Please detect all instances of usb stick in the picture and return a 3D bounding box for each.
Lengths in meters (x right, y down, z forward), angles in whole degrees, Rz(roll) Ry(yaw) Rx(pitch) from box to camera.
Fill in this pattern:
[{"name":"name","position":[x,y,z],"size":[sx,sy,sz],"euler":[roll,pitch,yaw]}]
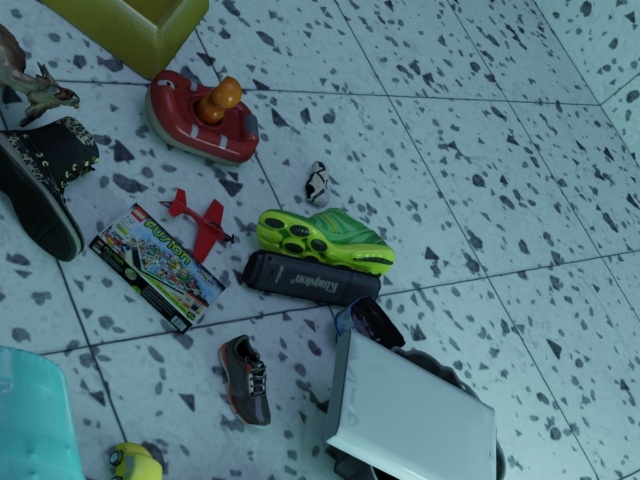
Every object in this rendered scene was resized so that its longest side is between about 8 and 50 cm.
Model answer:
[{"name":"usb stick","position":[-0.010,0.073,1.732],"size":[0.278,0.077,0.045],"euler":[14,20,-34]}]

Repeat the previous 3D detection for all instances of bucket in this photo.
[{"name":"bucket","position":[-0.403,0.250,1.082],"size":[0.281,0.281,0.183],"euler":[13,50,-35]}]

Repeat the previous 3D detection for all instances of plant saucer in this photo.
[{"name":"plant saucer","position":[-0.382,-0.510,1.875],"size":[0.333,0.081,0.332],"euler":[37,40,-14]}]

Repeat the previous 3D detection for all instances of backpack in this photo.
[{"name":"backpack","position":[0.077,0.166,1.722],"size":[0.105,0.084,0.114],"euler":[-26,82,-53]}]

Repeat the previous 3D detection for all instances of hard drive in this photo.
[{"name":"hard drive","position":[0.151,0.291,1.529],"size":[0.308,0.040,0.203],"euler":[31,42,-20]}]

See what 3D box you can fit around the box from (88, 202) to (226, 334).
[{"name":"box","position":[-0.261,0.044,1.557],"size":[0.207,0.036,0.114],"euler":[44,39,-5]}]

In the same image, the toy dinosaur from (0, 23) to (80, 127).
[{"name":"toy dinosaur","position":[-0.512,-0.289,1.551],"size":[0.200,0.127,0.295],"euler":[20,29,-43]}]

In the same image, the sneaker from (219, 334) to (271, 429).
[{"name":"sneaker","position":[-0.112,0.220,1.522],"size":[0.061,0.065,0.158],"euler":[-4,61,-44]}]

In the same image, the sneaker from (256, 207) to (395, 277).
[{"name":"sneaker","position":[0.000,0.000,1.796],"size":[0.296,0.109,0.123],"euler":[16,30,-34]}]

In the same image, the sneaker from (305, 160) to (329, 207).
[{"name":"sneaker","position":[-0.008,-0.117,1.917],"size":[0.044,0.040,0.109],"euler":[18,47,-28]}]

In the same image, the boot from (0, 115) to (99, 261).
[{"name":"boot","position":[-0.401,-0.091,1.506],"size":[0.236,0.085,0.179],"euler":[52,37,6]}]

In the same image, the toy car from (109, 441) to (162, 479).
[{"name":"toy car","position":[-0.244,0.371,1.237],"size":[0.239,0.053,0.225],"euler":[60,22,16]}]

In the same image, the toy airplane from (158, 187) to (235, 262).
[{"name":"toy airplane","position":[-0.210,-0.036,1.676],"size":[0.151,0.028,0.151],"euler":[23,46,-27]}]

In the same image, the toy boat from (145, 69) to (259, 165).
[{"name":"toy boat","position":[-0.199,-0.244,1.760],"size":[0.231,0.151,0.151],"euler":[18,47,-32]}]

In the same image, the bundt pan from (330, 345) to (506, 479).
[{"name":"bundt pan","position":[0.147,0.349,1.604],"size":[0.331,0.124,0.330],"euler":[24,46,-27]}]
